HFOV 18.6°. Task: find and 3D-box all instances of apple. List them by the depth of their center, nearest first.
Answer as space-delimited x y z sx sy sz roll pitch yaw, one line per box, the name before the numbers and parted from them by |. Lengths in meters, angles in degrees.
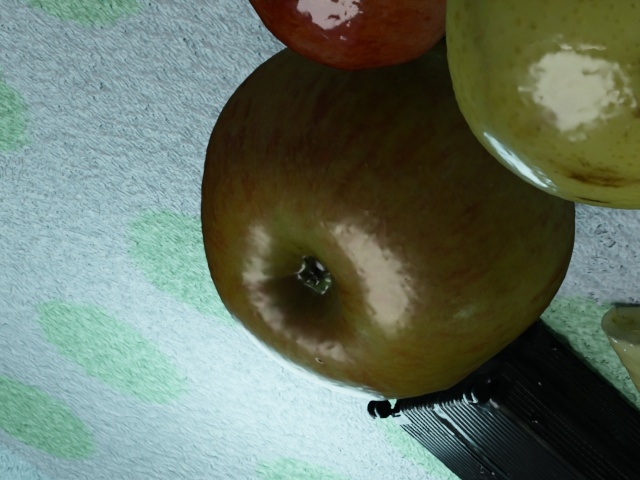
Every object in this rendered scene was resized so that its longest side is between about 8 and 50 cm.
apple | 0.064 -0.017 2.062 0.400 0.333 0.400 20 145 15

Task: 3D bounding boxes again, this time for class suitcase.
suitcase | 0.264 0.247 2.512 0.335 0.152 0.229 42 150 -22

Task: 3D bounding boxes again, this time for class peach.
peach | 0.017 -0.284 1.811 0.256 0.232 0.232 17 154 -15

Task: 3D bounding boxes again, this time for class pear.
pear | 0.264 -0.191 1.625 0.348 0.348 0.348 22 151 13

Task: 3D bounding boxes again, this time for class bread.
bread | 0.421 0.153 2.316 0.139 0.060 0.178 2 142 40
